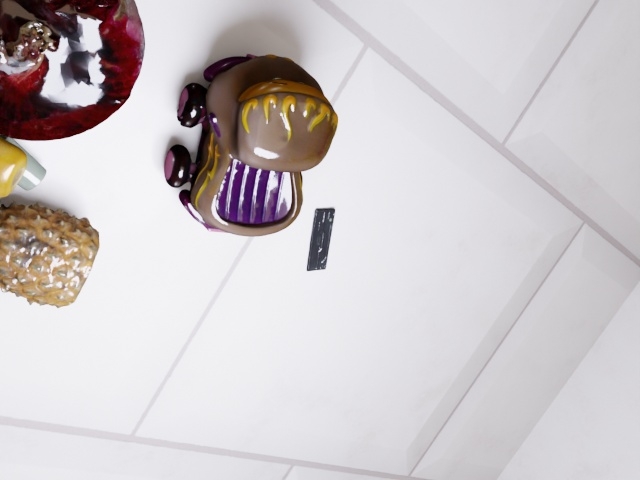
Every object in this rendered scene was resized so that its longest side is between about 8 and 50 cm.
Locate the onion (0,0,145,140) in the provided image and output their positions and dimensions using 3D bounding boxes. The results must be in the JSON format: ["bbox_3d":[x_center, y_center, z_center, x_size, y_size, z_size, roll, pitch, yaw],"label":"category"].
[{"bbox_3d":[-0.396,-0.269,0.811,0.314,0.232,0.314,-8,132,-9],"label":"onion"}]

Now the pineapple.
[{"bbox_3d":[-0.528,-0.011,0.938,0.340,0.169,0.169,24,101,-32],"label":"pineapple"}]

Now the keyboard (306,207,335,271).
[{"bbox_3d":[0.000,0.000,1.347,0.053,0.010,0.155,-5,118,-29],"label":"keyboard"}]

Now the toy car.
[{"bbox_3d":[-0.106,-0.150,1.051,0.271,0.240,0.341,4,110,-31],"label":"toy car"}]

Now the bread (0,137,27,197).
[{"bbox_3d":[-0.545,-0.142,0.846,0.239,0.074,0.092,29,137,-19],"label":"bread"}]

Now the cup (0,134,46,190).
[{"bbox_3d":[-0.492,-0.116,0.952,0.075,0.054,0.083,-44,132,-5],"label":"cup"}]
